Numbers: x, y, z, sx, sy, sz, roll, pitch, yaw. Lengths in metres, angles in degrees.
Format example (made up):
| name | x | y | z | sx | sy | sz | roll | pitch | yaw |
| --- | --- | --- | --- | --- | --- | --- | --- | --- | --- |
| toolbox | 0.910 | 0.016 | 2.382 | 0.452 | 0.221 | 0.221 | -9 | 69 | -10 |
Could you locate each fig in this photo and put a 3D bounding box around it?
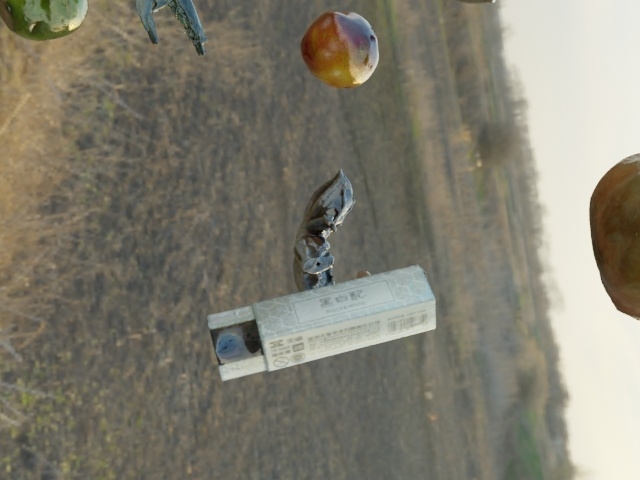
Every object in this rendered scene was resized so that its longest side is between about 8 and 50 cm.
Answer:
| name | x | y | z | sx | sy | sz | roll | pitch | yaw |
| --- | --- | --- | --- | --- | --- | --- | --- | --- | --- |
| fig | -0.589 | -0.564 | 2.073 | 0.275 | 0.206 | 0.206 | 117 | -22 | -51 |

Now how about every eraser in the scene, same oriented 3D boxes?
| name | x | y | z | sx | sy | sz | roll | pitch | yaw |
| --- | --- | --- | --- | --- | --- | --- | --- | --- | --- |
| eraser | 0.003 | 0.149 | 1.761 | 0.098 | 0.403 | 0.096 | 84 | -9 | -46 |

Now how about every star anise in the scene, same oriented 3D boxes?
| name | x | y | z | sx | sy | sz | roll | pitch | yaw |
| --- | --- | --- | --- | --- | --- | --- | --- | --- | --- |
| star anise | -0.001 | 0.005 | 2.028 | 0.198 | 0.110 | 0.258 | 120 | -17 | -63 |

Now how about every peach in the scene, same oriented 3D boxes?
| name | x | y | z | sx | sy | sz | roll | pitch | yaw |
| --- | --- | --- | --- | --- | --- | --- | --- | --- | --- |
| peach | 0.442 | 0.008 | 1.242 | 0.214 | 0.214 | 0.236 | -81 | 173 | -56 |
| peach | 0.028 | -0.232 | 1.178 | 0.101 | 0.100 | 0.101 | -9 | 90 | -78 |

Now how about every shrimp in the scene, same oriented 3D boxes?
| name | x | y | z | sx | sy | sz | roll | pitch | yaw |
| --- | --- | --- | --- | --- | --- | --- | --- | --- | --- |
| shrimp | -0.334 | -0.494 | 2.162 | 0.150 | 0.051 | 0.217 | -47 | 116 | -36 |

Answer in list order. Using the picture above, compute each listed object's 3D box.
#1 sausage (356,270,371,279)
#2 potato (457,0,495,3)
| name | x | y | z | sx | sy | sz | roll | pitch | yaw |
| --- | --- | --- | --- | --- | --- | --- | --- | --- | --- |
| sausage | 0.095 | 0.089 | 2.085 | 0.036 | 0.042 | 0.158 | 39 | 1 | -5 |
| potato | 0.288 | -0.523 | 1.913 | 0.243 | 0.138 | 0.098 | -27 | 125 | -76 |
